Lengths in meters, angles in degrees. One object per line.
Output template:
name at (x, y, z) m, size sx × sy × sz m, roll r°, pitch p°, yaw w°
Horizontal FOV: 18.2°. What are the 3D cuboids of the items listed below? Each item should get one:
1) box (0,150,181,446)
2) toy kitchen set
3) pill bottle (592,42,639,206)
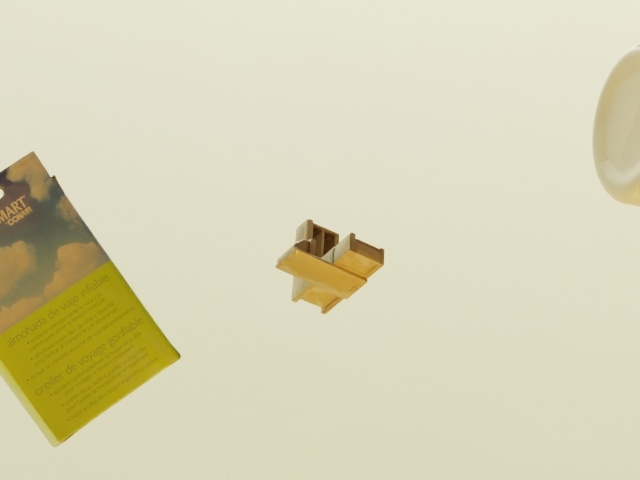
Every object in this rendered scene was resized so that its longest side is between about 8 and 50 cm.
box at (-0.192, 0.041, 1.386) m, size 0.109 × 0.042 × 0.178 m, roll -36°, pitch -89°, yaw -21°
toy kitchen set at (0.000, 0.000, 1.579) m, size 0.068 × 0.083 × 0.075 m, roll 24°, pitch -132°, yaw -25°
pill bottle at (0.400, -0.091, 1.851) m, size 0.265 × 0.153 × 0.153 m, roll 8°, pitch -142°, yaw -20°
